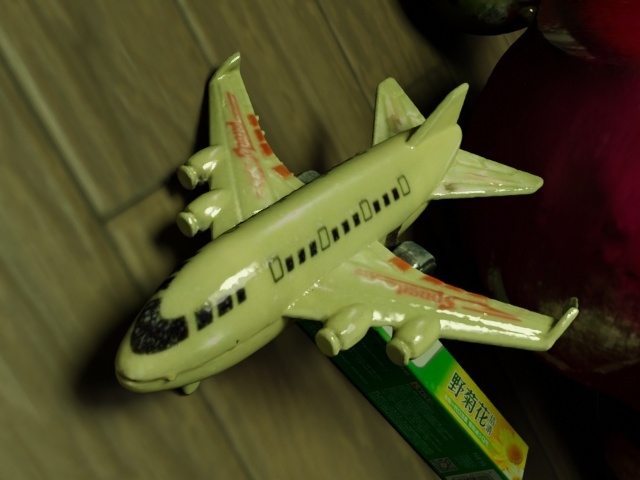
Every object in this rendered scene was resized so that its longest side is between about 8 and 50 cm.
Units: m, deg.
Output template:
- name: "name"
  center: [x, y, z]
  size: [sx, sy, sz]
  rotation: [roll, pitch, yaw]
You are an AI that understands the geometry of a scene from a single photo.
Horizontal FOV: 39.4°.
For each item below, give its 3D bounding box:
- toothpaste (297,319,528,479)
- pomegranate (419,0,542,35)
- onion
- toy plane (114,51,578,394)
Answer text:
- name: "toothpaste"
  center: [0.060, 0.087, 0.527]
  size: [0.178, 0.043, 0.037]
  rotation: [49, 44, -24]
- name: "pomegranate"
  center: [0.123, -0.235, 0.658]
  size: [0.169, 0.148, 0.148]
  rotation: [56, 41, -1]
- name: "onion"
  center: [0.272, 0.030, 0.631]
  size: [0.398, 0.398, 0.420]
  rotation: [-41, 150, -49]
- name: "toy plane"
  center: [0.000, 0.000, 0.433]
  size: [0.229, 0.092, 0.244]
  rotation: [39, 58, 20]
